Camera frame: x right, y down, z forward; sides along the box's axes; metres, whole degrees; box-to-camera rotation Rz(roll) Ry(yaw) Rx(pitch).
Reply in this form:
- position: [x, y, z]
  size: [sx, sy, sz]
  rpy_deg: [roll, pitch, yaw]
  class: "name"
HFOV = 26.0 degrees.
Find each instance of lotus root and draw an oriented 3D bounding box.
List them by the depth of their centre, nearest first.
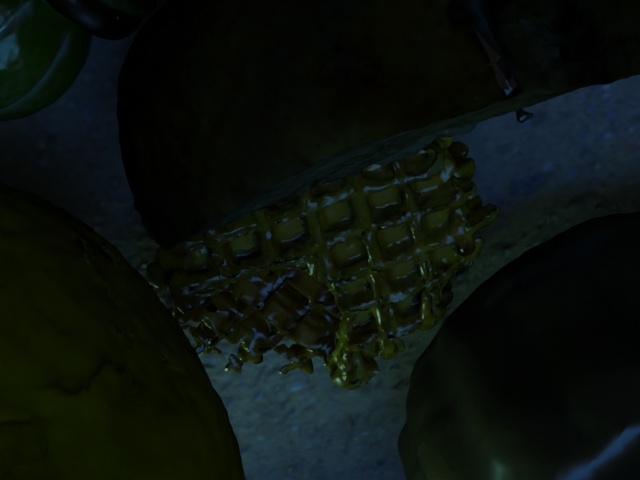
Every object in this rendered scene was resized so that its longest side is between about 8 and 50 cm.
- position: [0.039, -0.106, 0.588]
  size: [0.267, 0.260, 0.149]
  rpy_deg: [-23, 92, -12]
  class: "lotus root"

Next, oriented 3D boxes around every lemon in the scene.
- position: [-0.210, 0.148, 0.665]
  size: [0.350, 0.349, 0.387]
  rpy_deg: [-7, 135, -11]
  class: "lemon"

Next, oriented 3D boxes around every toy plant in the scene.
- position: [-0.133, -0.118, 0.657]
  size: [0.162, 0.092, 0.093]
  rpy_deg: [-43, 123, 13]
  class: "toy plant"

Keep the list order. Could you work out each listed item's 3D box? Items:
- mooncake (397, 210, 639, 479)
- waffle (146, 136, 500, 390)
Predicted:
- position: [0.188, 0.122, 0.847]
  size: [0.291, 0.161, 0.290]
  rpy_deg: [-14, 136, -14]
  class: "mooncake"
- position: [0.000, 0.000, 0.787]
  size: [0.193, 0.070, 0.197]
  rpy_deg: [4, 121, -19]
  class: "waffle"
